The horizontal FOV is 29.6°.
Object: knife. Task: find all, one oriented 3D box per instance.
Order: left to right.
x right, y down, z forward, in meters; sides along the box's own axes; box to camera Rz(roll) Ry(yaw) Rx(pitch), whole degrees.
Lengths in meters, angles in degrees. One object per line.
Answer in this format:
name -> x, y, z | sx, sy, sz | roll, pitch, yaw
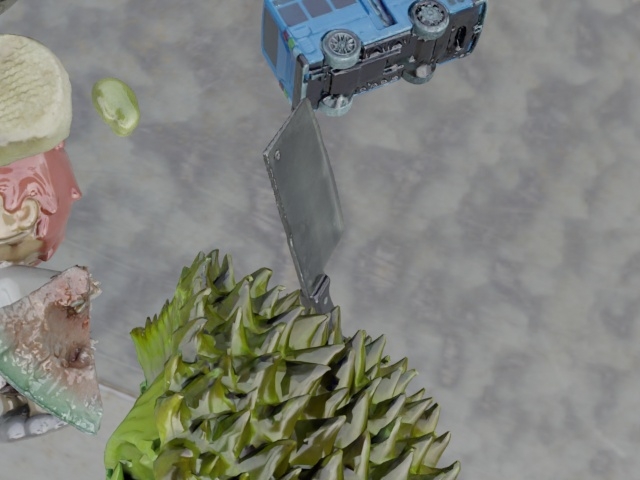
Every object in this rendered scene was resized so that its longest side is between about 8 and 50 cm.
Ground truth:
knife -> 0.000, 0.000, 0.890 | 0.072, 0.019, 0.245 | -56, 150, -32

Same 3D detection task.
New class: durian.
durian -> -0.034, 0.125, 0.560 | 0.157, 0.355, 0.169 | 33, 116, -16

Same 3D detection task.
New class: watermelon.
watermelon -> -0.159, 0.068, 0.752 | 0.080, 0.155, 0.101 | -41, 97, -16

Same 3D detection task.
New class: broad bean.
broad bean -> -0.274, -0.182, 1.635 | 0.063, 0.045, 0.083 | -32, 96, -34

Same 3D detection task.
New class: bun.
bun -> -0.187, -0.078, 0.714 | 0.086, 0.055, 0.086 | 3, 64, -5

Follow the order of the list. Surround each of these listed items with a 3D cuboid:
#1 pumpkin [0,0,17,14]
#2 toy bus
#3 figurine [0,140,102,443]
pumpkin -> -0.476, -0.326, 1.339 | 0.325, 0.242, 0.232 | 16, 82, 6
toy bus -> 0.046, -0.190, 1.075 | 0.184, 0.090, 0.106 | -22, 64, -16
figurine -> -0.304, -0.008, 1.136 | 0.166, 0.207, 0.387 | -12, 91, -41
